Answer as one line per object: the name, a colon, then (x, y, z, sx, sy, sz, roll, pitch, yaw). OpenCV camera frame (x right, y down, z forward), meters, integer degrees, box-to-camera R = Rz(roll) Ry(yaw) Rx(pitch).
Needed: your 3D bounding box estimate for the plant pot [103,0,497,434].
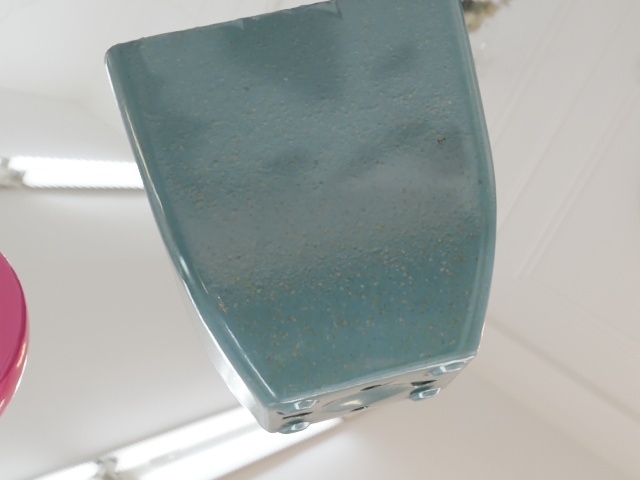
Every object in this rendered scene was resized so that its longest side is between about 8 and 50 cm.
plant pot: (0.000, 0.000, 0.734, 0.247, 0.252, 0.248, -12, 162, -7)

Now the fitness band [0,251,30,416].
fitness band: (-0.340, 0.053, 0.694, 0.290, 0.054, 0.209, 24, -129, 15)
